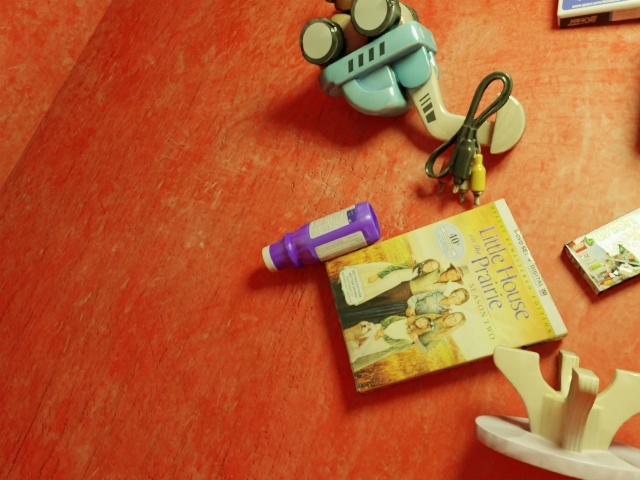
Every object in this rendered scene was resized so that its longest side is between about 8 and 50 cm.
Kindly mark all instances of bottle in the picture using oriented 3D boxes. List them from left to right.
[{"bbox_3d":[0.000,0.000,1.061,0.283,0.092,0.118,-21,21,12],"label":"bottle"}]

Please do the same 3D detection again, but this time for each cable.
[{"bbox_3d":[0.324,-0.225,0.979,0.139,0.072,0.287,26,113,33],"label":"cable"}]

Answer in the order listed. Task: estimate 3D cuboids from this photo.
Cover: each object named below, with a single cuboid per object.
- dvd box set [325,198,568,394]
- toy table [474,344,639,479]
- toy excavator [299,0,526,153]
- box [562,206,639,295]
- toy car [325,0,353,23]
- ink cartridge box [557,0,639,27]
[{"bbox_3d":[0.242,0.120,0.949,0.420,0.062,0.307,-20,64,13],"label":"dvd box set"},{"bbox_3d":[0.408,0.277,0.733,0.274,0.252,0.161,7,88,12],"label":"toy table"},{"bbox_3d":[0.222,-0.373,1.080,0.433,0.222,0.445,-17,95,30],"label":"toy excavator"},{"bbox_3d":[0.605,0.010,0.867,0.207,0.036,0.114,-29,62,8],"label":"box"},{"bbox_3d":[0.078,-0.626,1.300,0.155,0.149,0.188,32,112,32],"label":"toy car"},{"bbox_3d":[0.735,-0.668,1.033,0.303,0.072,0.307,6,80,31],"label":"ink cartridge box"}]
